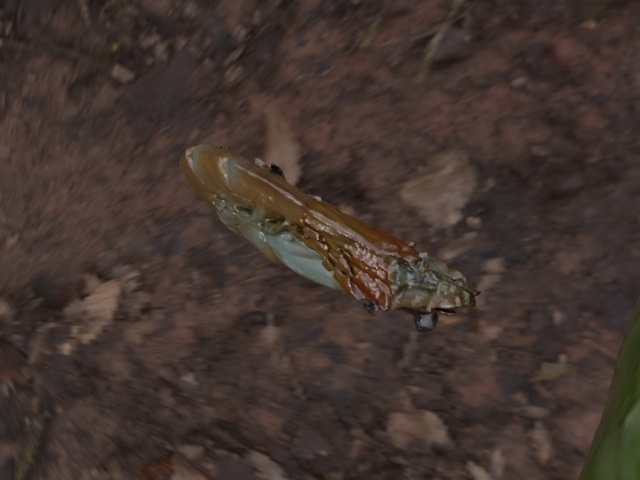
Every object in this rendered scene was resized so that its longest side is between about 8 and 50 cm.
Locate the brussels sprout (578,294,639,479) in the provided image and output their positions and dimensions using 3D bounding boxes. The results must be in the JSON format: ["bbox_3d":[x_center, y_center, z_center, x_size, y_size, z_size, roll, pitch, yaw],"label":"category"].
[{"bbox_3d":[0.272,0.095,0.793,0.355,0.289,0.281,14,92,-49],"label":"brussels sprout"}]

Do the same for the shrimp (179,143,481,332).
[{"bbox_3d":[0.000,0.000,0.941,0.184,0.091,0.043,27,75,24],"label":"shrimp"}]
